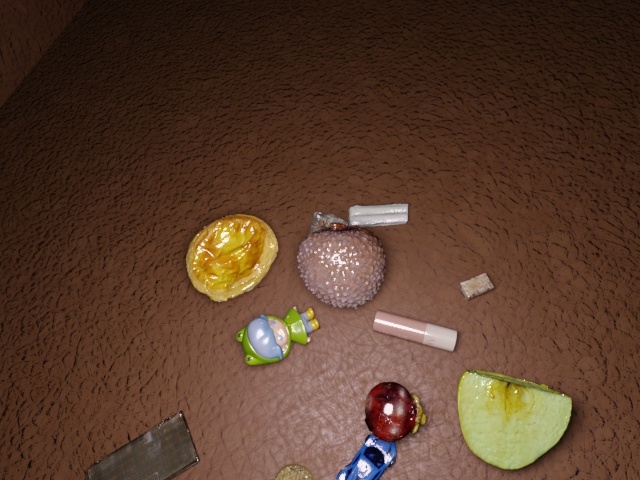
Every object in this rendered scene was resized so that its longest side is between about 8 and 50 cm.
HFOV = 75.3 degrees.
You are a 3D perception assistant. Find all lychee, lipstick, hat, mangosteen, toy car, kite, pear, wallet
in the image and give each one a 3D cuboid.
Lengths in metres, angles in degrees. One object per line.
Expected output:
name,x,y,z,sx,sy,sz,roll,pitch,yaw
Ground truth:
lychee,0.065,0.079,1.359,0.300,0.300,0.299,-3,63,6
lipstick,0.300,0.288,1.328,0.255,0.070,0.070,13,65,14
hat,-0.083,0.717,1.168,0.146,0.067,0.146,23,39,-21
mangosteen,0.216,0.489,1.185,0.180,0.166,0.166,6,64,1
toy car,0.132,0.640,1.173,0.103,0.063,0.216,37,73,23
kite,0.000,-0.001,1.548,0.141,0.015,0.245,18,66,18
pear,0.513,0.502,1.163,0.288,0.139,0.239,12,80,8
wallet,-0.534,0.675,1.253,0.317,0.044,0.169,-30,59,-10

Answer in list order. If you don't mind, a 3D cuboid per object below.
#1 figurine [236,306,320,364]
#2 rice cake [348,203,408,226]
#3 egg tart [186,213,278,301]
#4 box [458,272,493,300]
figurine,-0.133,0.304,1.347,0.264,0.143,0.162,-18,69,-21
rice cake,0.217,-0.093,1.552,0.227,0.040,0.084,-3,62,6
egg tart,-0.311,0.061,1.489,0.342,0.132,0.341,-3,61,6
box,0.518,0.155,1.383,0.098,0.045,0.062,-20,63,-2
